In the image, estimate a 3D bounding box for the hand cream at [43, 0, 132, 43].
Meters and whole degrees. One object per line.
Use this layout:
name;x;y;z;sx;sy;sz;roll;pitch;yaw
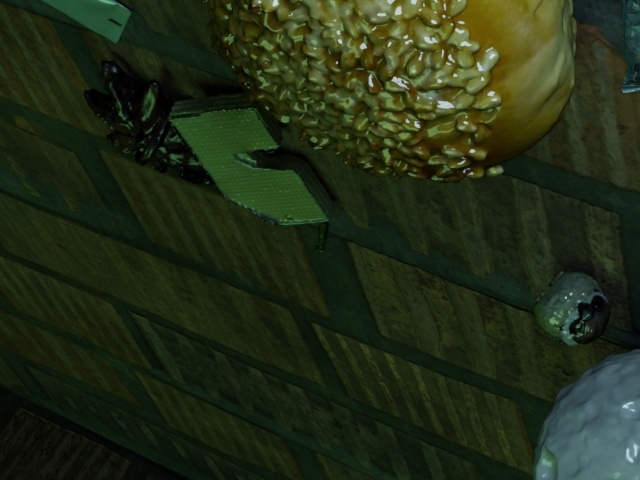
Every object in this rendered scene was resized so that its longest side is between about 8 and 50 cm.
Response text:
hand cream;-0.406;-0.366;2.114;0.321;0.067;0.109;31;157;-7

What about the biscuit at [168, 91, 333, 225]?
biscuit;-0.093;-0.110;2.178;0.147;0.046;0.250;-5;138;31

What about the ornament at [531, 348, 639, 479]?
ornament;0.433;0.288;1.971;0.337;0.337;0.337;28;157;13

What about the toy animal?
toy animal;0.324;0.093;2.023;0.098;0.098;0.137;31;170;4

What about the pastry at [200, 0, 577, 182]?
pastry;0.060;-0.212;1.555;0.410;0.245;0.409;29;156;14

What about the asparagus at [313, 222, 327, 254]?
asparagus;0.000;0.000;2.357;0.015;0.014;0.114;63;165;20

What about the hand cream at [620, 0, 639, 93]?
hand cream;0.306;-0.217;1.468;0.075;0.052;0.248;21;154;30

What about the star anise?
star anise;-0.242;-0.143;2.270;0.272;0.102;0.272;24;152;13
